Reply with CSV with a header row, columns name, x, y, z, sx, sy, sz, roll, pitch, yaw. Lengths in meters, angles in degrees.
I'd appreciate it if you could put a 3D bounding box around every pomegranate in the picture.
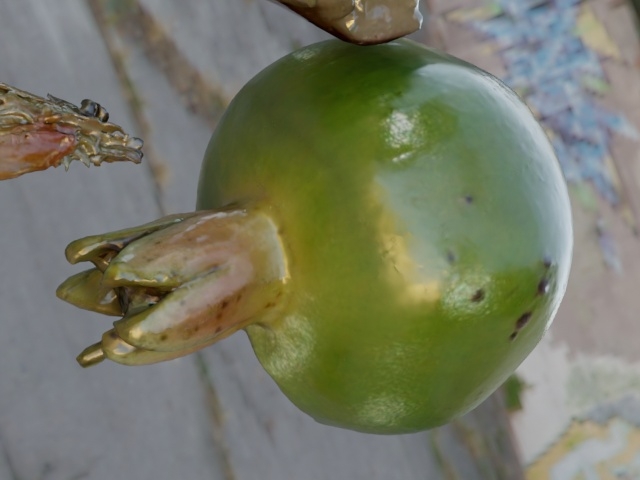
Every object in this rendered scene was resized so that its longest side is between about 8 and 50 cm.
name,x,y,z,sx,sy,sz,roll,pitch,yaw
pomegranate,0.000,0.000,1.034,0.236,0.301,0.236,14,-73,52

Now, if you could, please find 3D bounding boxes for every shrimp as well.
name,x,y,z,sx,sy,sz,roll,pitch,yaw
shrimp,-0.174,-0.052,0.865,0.043,0.184,0.091,-57,-140,44

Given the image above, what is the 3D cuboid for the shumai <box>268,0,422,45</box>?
name,x,y,z,sx,sy,sz,roll,pitch,yaw
shumai,-0.029,-0.268,0.988,0.217,0.346,0.283,31,-41,38
